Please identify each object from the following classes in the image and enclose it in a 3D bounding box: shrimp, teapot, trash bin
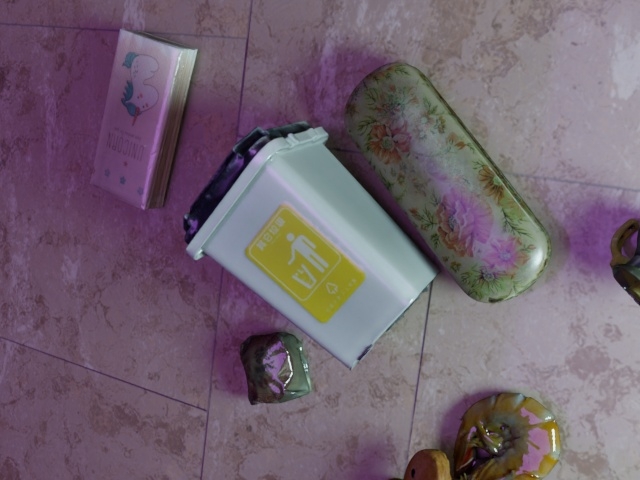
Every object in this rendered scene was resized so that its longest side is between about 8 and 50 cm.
[{"bbox_3d":[0.252,0.350,1.316,0.287,0.063,0.152,-45,68,22],"label":"shrimp"},{"bbox_3d":[0.460,0.029,1.133,0.119,0.130,0.166,-40,36,-3],"label":"teapot"},{"bbox_3d":[0.000,0.000,1.361,0.367,0.296,0.256,42,112,7],"label":"trash bin"}]

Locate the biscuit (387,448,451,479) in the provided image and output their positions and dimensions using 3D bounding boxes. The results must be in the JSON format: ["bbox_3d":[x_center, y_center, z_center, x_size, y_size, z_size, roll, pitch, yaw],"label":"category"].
[{"bbox_3d":[0.130,0.476,1.344,0.205,0.049,0.324,-116,44,-59],"label":"biscuit"}]

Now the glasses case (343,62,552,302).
[{"bbox_3d":[0.192,-0.095,1.304,0.156,0.098,0.425,-41,72,22],"label":"glasses case"}]

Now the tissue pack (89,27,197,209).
[{"bbox_3d":[-0.354,-0.240,1.649,0.170,0.071,0.325,22,105,27],"label":"tissue pack"}]

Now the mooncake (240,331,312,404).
[{"bbox_3d":[-0.091,0.232,1.516,0.125,0.073,0.130,-15,84,33],"label":"mooncake"}]
